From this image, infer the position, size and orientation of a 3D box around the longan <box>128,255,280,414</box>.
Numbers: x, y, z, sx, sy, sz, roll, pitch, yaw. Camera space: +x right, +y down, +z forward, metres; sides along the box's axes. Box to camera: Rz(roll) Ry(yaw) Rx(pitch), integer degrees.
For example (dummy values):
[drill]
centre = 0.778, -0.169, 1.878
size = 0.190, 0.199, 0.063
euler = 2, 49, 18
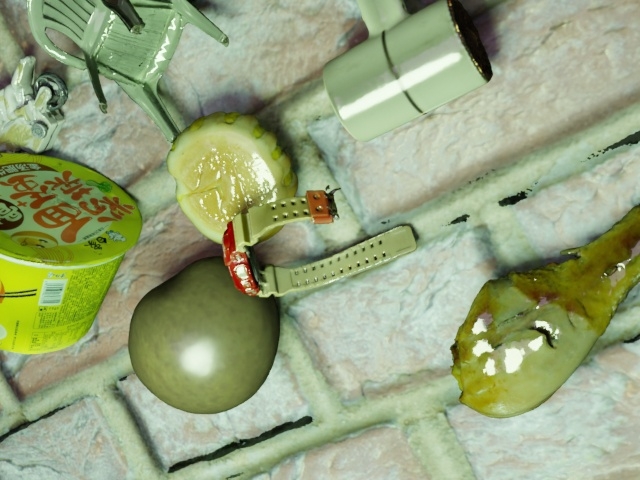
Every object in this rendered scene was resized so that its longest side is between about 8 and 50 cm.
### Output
[longan]
centre = -0.180, 0.145, 1.179
size = 0.248, 0.248, 0.248
euler = 5, 105, 21

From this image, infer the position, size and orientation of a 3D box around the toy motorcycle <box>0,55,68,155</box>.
[toy motorcycle]
centre = -0.524, -0.216, 1.310
size = 0.151, 0.074, 0.228
euler = 35, 122, 5

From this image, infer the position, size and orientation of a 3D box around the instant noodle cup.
[instant noodle cup]
centre = -0.473, 0.027, 1.242
size = 0.311, 0.311, 0.221
euler = 32, 121, 12

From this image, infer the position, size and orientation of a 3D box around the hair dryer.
[hair dryer]
centre = 0.072, -0.338, 1.019
size = 0.203, 0.128, 0.361
euler = -24, 88, 26

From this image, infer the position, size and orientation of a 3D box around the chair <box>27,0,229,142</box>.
[chair]
centre = -0.308, -0.314, 1.142
size = 0.274, 0.191, 0.203
euler = 48, 118, 37

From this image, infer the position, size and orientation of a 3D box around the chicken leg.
[chicken leg]
centre = 0.342, 0.085, 1.006
size = 0.201, 0.152, 0.429
euler = 45, 108, -7

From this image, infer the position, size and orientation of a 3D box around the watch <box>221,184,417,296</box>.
[watch]
centre = -0.008, -0.001, 1.085
size = 0.269, 0.164, 0.102
euler = -20, 50, 9

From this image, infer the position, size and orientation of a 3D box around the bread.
[bread]
centre = -0.129, -0.097, 1.155
size = 0.214, 0.105, 0.213
euler = 7, 113, 16
